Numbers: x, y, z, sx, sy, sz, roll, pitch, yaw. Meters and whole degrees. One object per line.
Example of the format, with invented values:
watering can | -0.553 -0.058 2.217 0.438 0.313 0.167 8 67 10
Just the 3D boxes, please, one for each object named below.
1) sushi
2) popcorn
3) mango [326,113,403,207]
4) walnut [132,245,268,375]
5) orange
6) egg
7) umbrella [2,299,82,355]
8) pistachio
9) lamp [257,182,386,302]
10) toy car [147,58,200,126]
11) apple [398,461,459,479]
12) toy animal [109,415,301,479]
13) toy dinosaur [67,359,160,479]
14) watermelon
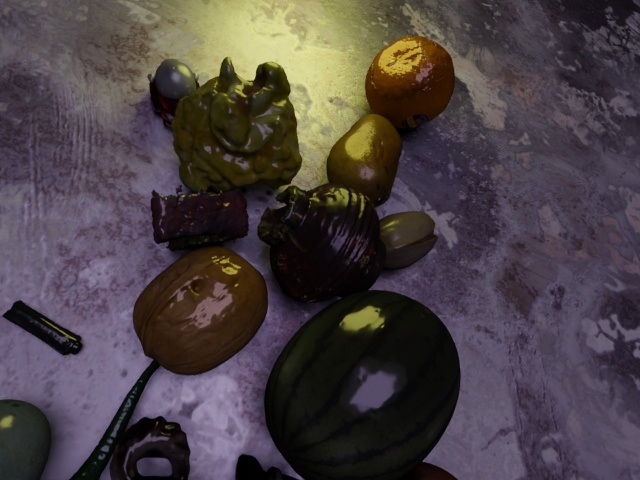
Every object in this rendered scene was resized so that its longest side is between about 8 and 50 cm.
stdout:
sushi | -0.205 -0.040 0.718 0.161 0.241 0.107 -9 92 -15
popcorn | -0.171 -0.216 0.804 0.250 0.235 0.241 -11 90 -8
mango | 0.108 -0.188 0.931 0.167 0.130 0.262 26 57 0
walnut | -0.198 0.113 0.683 0.226 0.193 0.193 -32 80 -23
orange | 0.222 -0.389 1.007 0.219 0.193 0.219 0 90 23
egg | -0.472 0.316 0.518 0.169 0.169 0.236 40 65 2
umbrella | -0.459 0.148 0.671 0.133 0.031 0.036 33 89 -2
pistachio | 0.180 -0.002 0.876 0.185 0.124 0.124 -23 77 -26
lamp | 0.000 0.000 0.762 0.247 0.247 0.247 6 67 -15
toy car | -0.308 -0.324 0.866 0.112 0.112 0.139 -10 71 -21
apple | 0.148 0.468 0.598 0.253 0.253 0.253 6 67 -15
toy animal | -0.140 0.409 0.571 0.344 0.194 0.302 7 72 -20
toy dinosaur | -0.345 0.336 0.506 0.087 0.447 0.300 18 94 11
watermelon | 0.082 0.227 0.667 0.359 0.279 0.279 -36 82 -33
